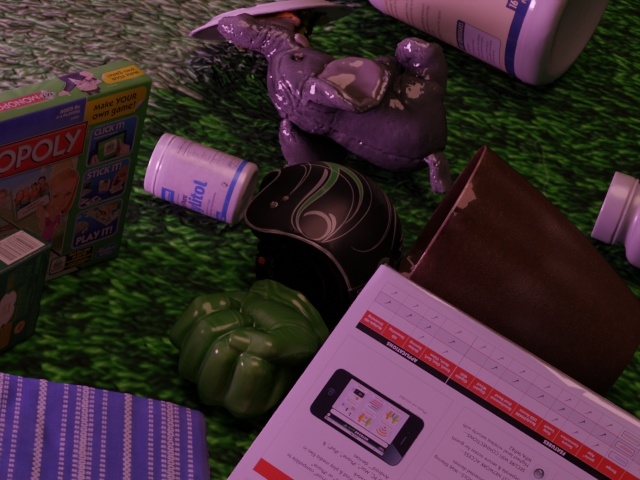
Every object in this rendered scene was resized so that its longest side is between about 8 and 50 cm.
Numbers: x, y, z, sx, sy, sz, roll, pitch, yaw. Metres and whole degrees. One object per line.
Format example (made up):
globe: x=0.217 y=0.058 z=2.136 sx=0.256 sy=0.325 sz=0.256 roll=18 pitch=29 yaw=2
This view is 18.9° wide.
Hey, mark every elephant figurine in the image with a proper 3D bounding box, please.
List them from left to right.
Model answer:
elephant figurine: x=0.015 y=-0.156 z=2.163 sx=0.239 sy=0.169 sz=0.186 roll=1 pitch=14 yaw=-24

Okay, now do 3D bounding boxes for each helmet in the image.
helmet: x=0.000 y=0.000 z=1.920 sx=0.169 sy=0.169 sz=0.161 roll=23 pitch=40 yaw=11

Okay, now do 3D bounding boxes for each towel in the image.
towel: x=-0.252 y=0.184 z=1.512 sx=0.336 sy=0.040 sz=0.243 roll=11 pitch=30 yaw=-12

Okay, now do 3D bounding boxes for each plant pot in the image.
plant pot: x=0.201 y=0.057 z=1.907 sx=0.230 sy=0.215 sz=0.215 roll=32 pitch=34 yaw=-2

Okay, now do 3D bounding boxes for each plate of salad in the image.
plate of salad: x=-0.056 y=-0.250 z=2.285 sx=0.199 sy=0.048 sz=0.200 roll=-10 pitch=-1 yaw=0

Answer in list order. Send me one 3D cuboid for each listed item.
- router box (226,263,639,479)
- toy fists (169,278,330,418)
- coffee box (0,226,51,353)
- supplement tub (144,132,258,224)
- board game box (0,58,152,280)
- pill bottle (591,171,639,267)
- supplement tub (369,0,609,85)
router box: x=0.103 y=0.228 z=1.539 sx=0.335 sy=0.082 sz=0.301 roll=32 pitch=79 yaw=23
toy fists: x=-0.012 y=0.132 z=1.781 sx=0.279 sy=0.096 sz=0.142 roll=33 pitch=38 yaw=21
coffee box: x=-0.323 y=0.069 z=1.728 sx=0.040 sy=0.113 sz=0.184 roll=32 pitch=38 yaw=21
supplement tub: x=-0.126 y=-0.065 z=2.040 sx=0.107 sy=0.071 sz=0.071 roll=19 pitch=34 yaw=7
board game box: x=-0.306 y=-0.039 z=1.800 sx=0.317 sy=0.214 sz=0.046 roll=-21 pitch=48 yaw=-41
pill bottle: x=0.406 y=-0.007 z=2.139 sx=0.193 sy=0.108 sz=0.108 roll=21 pitch=34 yaw=8
supplement tub: x=0.198 y=-0.364 z=2.457 sx=0.324 sy=0.235 sz=0.235 roll=28 pitch=36 yaw=18
